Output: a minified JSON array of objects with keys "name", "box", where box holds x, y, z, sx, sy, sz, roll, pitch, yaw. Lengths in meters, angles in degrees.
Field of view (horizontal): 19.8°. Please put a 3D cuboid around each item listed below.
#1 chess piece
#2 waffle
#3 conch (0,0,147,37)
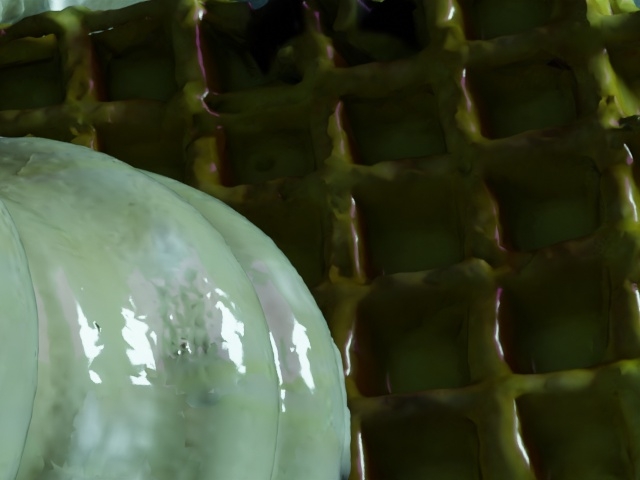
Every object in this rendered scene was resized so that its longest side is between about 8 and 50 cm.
[{"name":"chess piece","box":[-0.094,0.028,0.360,0.143,0.142,0.261,54,7,20]},{"name":"waffle","box":[0.000,0.001,0.548,0.309,0.283,0.065,34,-18,27]},{"name":"conch","box":[-0.140,-0.183,0.722,0.263,0.186,0.324,29,42,-44]}]
